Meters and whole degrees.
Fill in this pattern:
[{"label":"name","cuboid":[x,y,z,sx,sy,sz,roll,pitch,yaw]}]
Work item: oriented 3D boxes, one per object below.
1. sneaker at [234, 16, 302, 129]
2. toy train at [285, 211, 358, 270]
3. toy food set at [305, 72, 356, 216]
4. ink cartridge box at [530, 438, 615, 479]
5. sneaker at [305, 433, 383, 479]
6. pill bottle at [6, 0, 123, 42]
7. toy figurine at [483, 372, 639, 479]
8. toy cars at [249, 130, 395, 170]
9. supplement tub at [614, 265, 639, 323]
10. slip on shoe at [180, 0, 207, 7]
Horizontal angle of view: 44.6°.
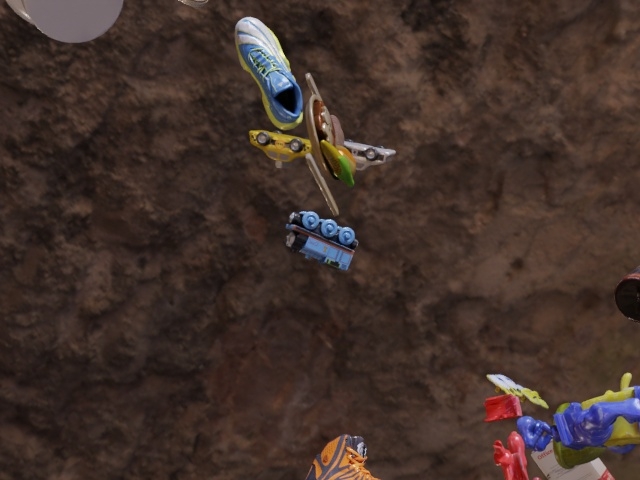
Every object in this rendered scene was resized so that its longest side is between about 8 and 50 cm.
[{"label":"sneaker","cuboid":[-0.091,-0.338,1.550,0.091,0.240,0.126,-29,10,-11]},{"label":"toy train","cuboid":[0.000,0.000,1.859,0.184,0.080,0.105,23,-96,-19]},{"label":"toy food set","cuboid":[0.016,-0.142,1.086,0.038,0.192,0.132,-14,-42,14]},{"label":"ink cartridge box","cuboid":[0.506,0.455,1.566,0.099,0.135,0.056,-43,-18,29]},{"label":"sneaker","cuboid":[0.097,0.559,1.866,0.124,0.321,0.180,44,-125,-43]},{"label":"pill bottle","cuboid":[-0.424,-0.450,1.229,0.187,0.334,0.188,-19,-43,-19]},{"label":"toy figurine","cuboid":[0.371,0.257,0.960,0.217,0.191,0.362,-19,-28,28]},{"label":"toy cars","cuboid":[0.004,-0.225,2.058,0.393,0.176,0.087,4,-76,-22]},{"label":"supplement tub","cuboid":[0.691,0.087,1.590,0.197,0.106,0.106,-25,-36,-37]},{"label":"slip on shoe","cuboid":[-0.186,-0.354,0.976,0.041,0.135,0.051,-33,7,43]}]
